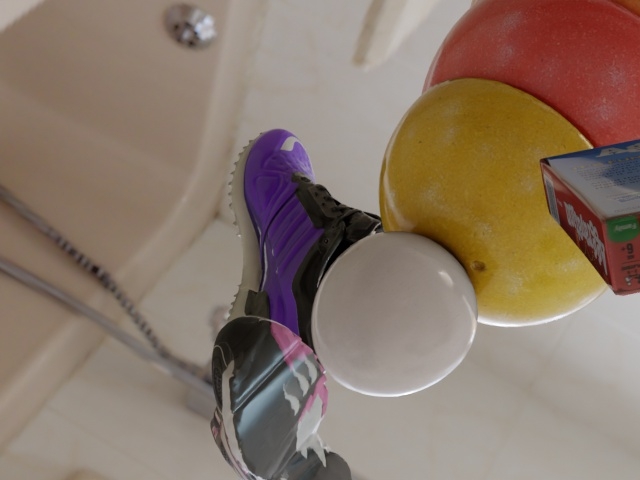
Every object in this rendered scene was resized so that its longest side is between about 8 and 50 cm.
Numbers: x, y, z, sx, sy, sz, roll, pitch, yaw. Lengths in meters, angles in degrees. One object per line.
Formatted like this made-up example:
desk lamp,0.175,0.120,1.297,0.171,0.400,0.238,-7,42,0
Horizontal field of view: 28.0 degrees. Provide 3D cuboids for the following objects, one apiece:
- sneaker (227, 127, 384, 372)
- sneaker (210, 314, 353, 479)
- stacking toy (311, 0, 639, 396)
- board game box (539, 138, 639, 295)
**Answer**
sneaker,0.000,0.001,1.176,0.146,0.102,0.293,-25,-134,25
sneaker,-0.041,0.111,0.779,0.072,0.077,0.178,-40,138,-28
stacking toy,0.158,-0.049,1.021,0.480,0.350,0.351,-41,162,-28
board game box,0.224,-0.034,0.433,0.145,0.281,0.027,-79,158,-78
